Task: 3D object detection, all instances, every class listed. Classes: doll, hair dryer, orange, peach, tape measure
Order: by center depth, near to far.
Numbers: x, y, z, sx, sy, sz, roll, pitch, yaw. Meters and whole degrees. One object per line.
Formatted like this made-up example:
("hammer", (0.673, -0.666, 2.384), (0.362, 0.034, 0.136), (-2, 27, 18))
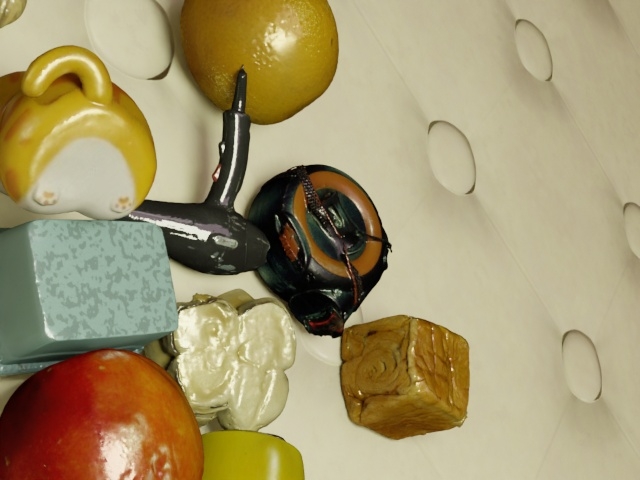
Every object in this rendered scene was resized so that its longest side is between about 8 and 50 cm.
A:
("peach", (-0.223, 0.230, 1.021), (0.243, 0.199, 0.244), (35, 49, -52))
("doll", (-0.286, -0.106, 1.059), (0.166, 0.269, 0.162), (11, 86, -36))
("hair dryer", (-0.152, -0.099, 1.273), (0.235, 0.091, 0.272), (17, 83, -32))
("orange", (-0.083, -0.278, 1.369), (0.236, 0.236, 0.236), (21, 59, -40))
("tape measure", (0.000, 0.000, 1.403), (0.223, 0.135, 0.202), (54, 45, -12))

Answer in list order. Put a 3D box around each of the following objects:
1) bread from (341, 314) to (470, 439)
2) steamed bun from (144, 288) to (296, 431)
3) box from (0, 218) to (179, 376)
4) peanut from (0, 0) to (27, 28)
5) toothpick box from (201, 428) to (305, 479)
("bread", (0.125, 0.196, 1.442), (0.143, 0.158, 0.149), (25, 53, -37))
("steamed bun", (-0.127, 0.156, 1.230), (0.177, 0.106, 0.192), (-8, 92, -35))
("box", (-0.271, 0.056, 1.093), (0.227, 0.130, 0.162), (1, 73, -50))
("peanut", (-0.374, -0.329, 1.183), (0.080, 0.080, 0.175), (25, 56, -38))
("toothpick box", (-0.099, 0.353, 1.124), (0.175, 0.175, 0.271), (31, 50, -35))
